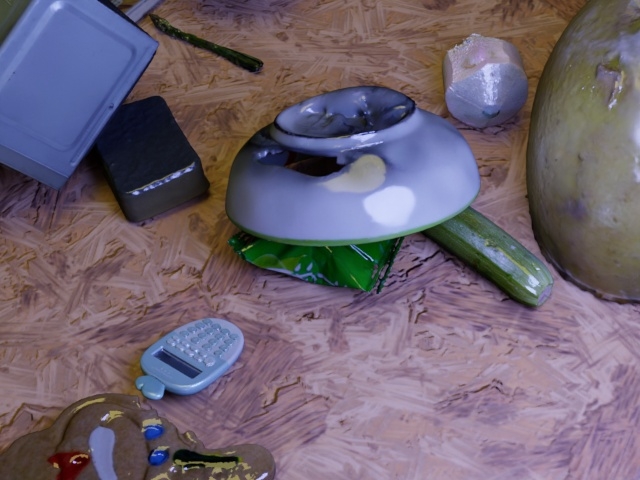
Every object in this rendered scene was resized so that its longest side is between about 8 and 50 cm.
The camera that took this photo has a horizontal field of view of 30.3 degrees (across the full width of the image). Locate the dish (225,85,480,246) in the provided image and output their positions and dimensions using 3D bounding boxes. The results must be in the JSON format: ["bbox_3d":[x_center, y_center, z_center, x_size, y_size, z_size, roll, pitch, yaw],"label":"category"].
[{"bbox_3d":[0.033,-0.115,1.462,0.324,0.124,0.324,-6,23,3],"label":"dish"}]

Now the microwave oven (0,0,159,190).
[{"bbox_3d":[-0.417,-0.275,1.625,0.286,0.218,0.355,-54,46,5],"label":"microwave oven"}]

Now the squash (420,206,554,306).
[{"bbox_3d":[0.192,0.003,1.447,0.066,0.066,0.229,-35,53,-23],"label":"squash"}]

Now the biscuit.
[{"bbox_3d":[-0.209,0.250,1.289,0.319,0.047,0.183,6,50,12],"label":"biscuit"}]

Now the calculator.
[{"bbox_3d":[-0.155,0.139,1.383,0.095,0.021,0.153,25,46,31],"label":"calculator"}]

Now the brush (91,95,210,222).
[{"bbox_3d":[-0.241,-0.118,1.625,0.123,0.059,0.197,-23,46,-13],"label":"brush"}]

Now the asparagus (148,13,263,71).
[{"bbox_3d":[-0.181,-0.305,1.820,0.233,0.022,0.023,27,100,27],"label":"asparagus"}]

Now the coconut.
[{"bbox_3d":[0.224,-0.213,1.611,0.116,0.116,0.122,-7,43,2],"label":"coconut"}]

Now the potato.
[{"bbox_3d":[0.444,-0.164,1.403,0.385,0.319,0.442,16,54,23],"label":"potato"}]

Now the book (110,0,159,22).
[{"bbox_3d":[-0.490,-0.408,1.947,0.428,0.039,0.300,22,54,26],"label":"book"}]

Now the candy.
[{"bbox_3d":[-0.001,-0.002,1.472,0.203,0.078,0.141,14,49,15],"label":"candy"}]
